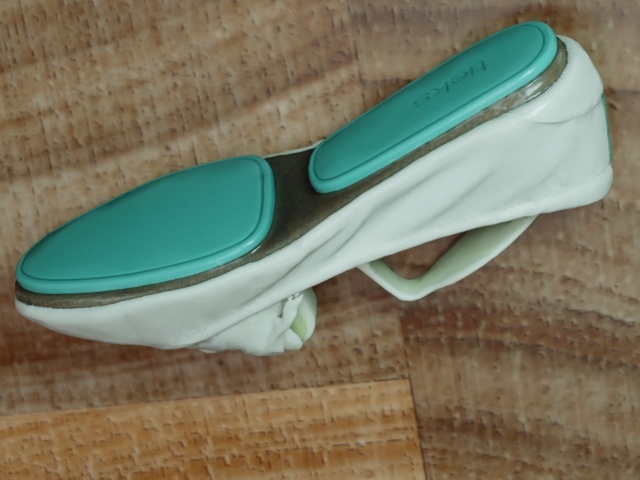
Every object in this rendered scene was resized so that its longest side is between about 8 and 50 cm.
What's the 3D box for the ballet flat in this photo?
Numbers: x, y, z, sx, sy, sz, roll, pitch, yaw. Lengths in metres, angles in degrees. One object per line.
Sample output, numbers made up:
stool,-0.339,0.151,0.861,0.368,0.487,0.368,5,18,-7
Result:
ballet flat,0.000,0.000,1.238,0.400,0.139,0.139,-23,100,16
